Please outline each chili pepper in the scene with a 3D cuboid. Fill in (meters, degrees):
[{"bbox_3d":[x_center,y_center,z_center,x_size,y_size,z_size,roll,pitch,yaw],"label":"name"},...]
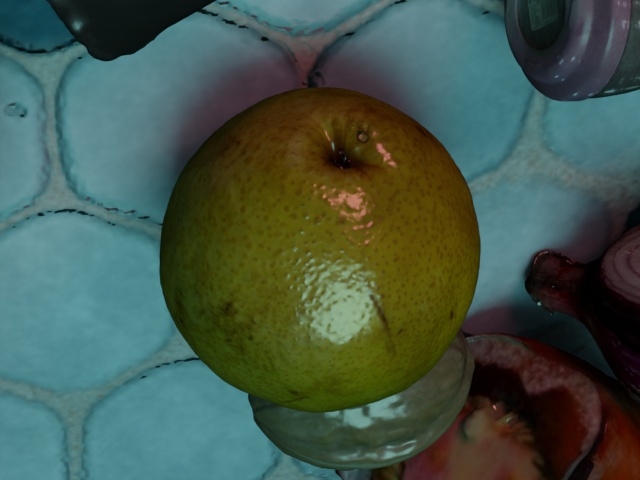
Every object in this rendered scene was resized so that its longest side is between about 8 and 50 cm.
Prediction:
[{"bbox_3d":[0.192,0.232,1.263,0.305,0.229,0.251,36,95,-35],"label":"chili pepper"}]

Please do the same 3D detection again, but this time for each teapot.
[{"bbox_3d":[0.196,-0.162,1.016,0.146,0.148,0.116,-4,167,-25],"label":"teapot"}]

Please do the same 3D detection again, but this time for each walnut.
[{"bbox_3d":[0.030,0.099,1.163,0.162,0.140,0.140,-1,132,3],"label":"walnut"}]

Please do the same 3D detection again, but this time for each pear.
[{"bbox_3d":[0.000,0.000,1.027,0.209,0.209,0.209,-8,132,-9],"label":"pear"}]

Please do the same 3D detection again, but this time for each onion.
[{"bbox_3d":[0.253,0.054,1.169,0.218,0.195,0.139,0,125,29],"label":"onion"}]

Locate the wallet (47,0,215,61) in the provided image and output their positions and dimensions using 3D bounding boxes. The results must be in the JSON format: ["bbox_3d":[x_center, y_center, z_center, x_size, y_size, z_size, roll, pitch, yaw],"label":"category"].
[{"bbox_3d":[-0.004,-0.271,0.882,0.406,0.062,0.228,-27,131,7],"label":"wallet"}]
